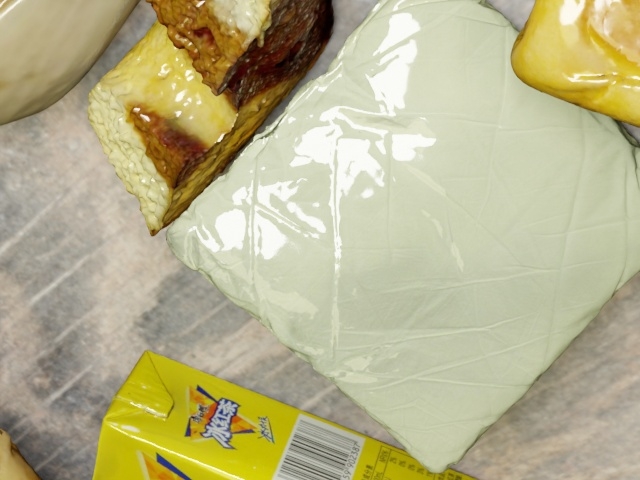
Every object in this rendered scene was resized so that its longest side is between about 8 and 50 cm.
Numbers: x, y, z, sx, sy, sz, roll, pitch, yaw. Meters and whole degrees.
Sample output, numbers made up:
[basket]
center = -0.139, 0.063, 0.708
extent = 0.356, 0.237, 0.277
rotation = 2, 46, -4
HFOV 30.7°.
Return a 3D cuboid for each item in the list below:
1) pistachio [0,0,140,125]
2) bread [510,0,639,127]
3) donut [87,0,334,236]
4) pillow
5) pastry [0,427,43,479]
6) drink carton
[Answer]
[pistachio]
center = -0.202, -0.178, 0.816
extent = 0.137, 0.153, 0.238
rotation = 39, 98, -22
[bread]
center = 0.269, -0.114, 0.699
extent = 0.294, 0.167, 0.132
rotation = 17, 100, 7
[donut]
center = -0.068, -0.141, 0.790
extent = 0.112, 0.151, 0.295
rotation = 42, 147, 1
[pillow]
center = 0.082, -0.017, 0.820
extent = 0.274, 0.076, 0.281
rotation = 41, 92, -12
[pastry]
center = -0.376, 0.292, 1.060
extent = 0.409, 0.245, 0.410
rotation = 33, 147, 25
[drink carton]
center = -0.030, 0.243, 1.052
extent = 0.351, 0.111, 0.155
rotation = 20, 126, 3
